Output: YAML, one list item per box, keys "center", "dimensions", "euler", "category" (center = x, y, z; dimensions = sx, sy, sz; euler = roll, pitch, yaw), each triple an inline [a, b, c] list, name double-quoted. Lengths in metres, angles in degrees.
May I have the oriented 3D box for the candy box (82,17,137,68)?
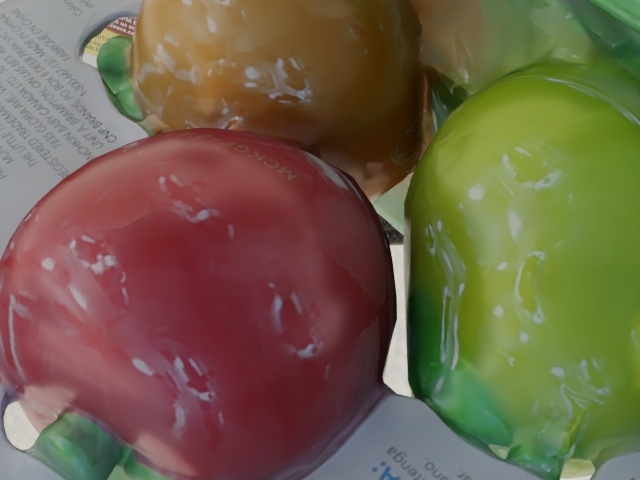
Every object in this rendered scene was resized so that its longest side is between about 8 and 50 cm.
- center: [-0.179, -0.124, 0.939]
  dimensions: [0.088, 0.183, 0.316]
  euler: [19, 51, -22]
  category: "candy box"

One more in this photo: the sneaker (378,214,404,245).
- center: [0.025, -0.031, 0.803]
  dimensions: [0.071, 0.188, 0.066]
  euler: [-33, 119, -40]
  category: "sneaker"

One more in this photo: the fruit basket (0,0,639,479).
- center: [0.000, 0.000, 0.401]
  dimensions: [0.353, 0.327, 0.165]
  euler: [-35, 146, -21]
  category: "fruit basket"
